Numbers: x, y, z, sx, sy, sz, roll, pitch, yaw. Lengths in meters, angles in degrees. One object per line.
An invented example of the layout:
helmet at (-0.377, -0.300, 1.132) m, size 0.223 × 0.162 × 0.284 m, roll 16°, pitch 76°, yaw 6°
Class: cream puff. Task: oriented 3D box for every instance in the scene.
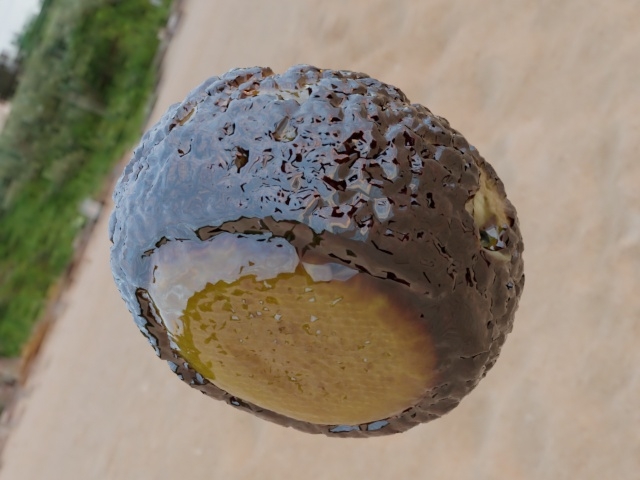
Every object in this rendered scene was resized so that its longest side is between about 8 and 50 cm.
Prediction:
cream puff at (0.000, 0.000, 0.899) m, size 0.239 × 0.239 × 0.165 m, roll 122°, pitch 171°, yaw -53°
